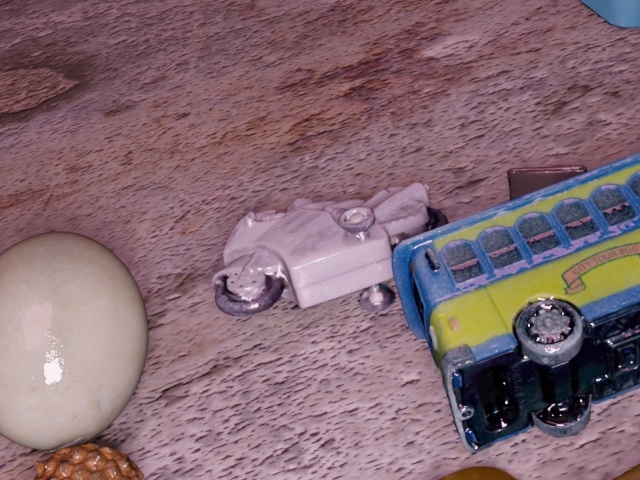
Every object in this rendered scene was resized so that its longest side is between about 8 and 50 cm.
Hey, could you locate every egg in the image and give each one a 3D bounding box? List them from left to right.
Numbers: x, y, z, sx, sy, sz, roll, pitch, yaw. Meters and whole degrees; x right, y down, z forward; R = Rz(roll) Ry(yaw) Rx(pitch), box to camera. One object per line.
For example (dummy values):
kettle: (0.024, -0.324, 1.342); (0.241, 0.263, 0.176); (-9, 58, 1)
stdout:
egg: (-0.269, 0.097, 1.157); (0.187, 0.186, 0.253); (-13, 49, 6)

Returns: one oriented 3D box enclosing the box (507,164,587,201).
box: (0.241, -0.038, 1.205); (0.085, 0.060, 0.063); (-1, 53, 16)

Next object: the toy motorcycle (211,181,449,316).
toy motorcycle: (0.000, 0.000, 1.223); (0.260, 0.110, 0.171); (-21, 33, -8)

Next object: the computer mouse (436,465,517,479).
computer mouse: (0.098, 0.267, 0.978); (0.199, 0.045, 0.102); (-29, 44, -10)

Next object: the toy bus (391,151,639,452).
toy bus: (0.243, 0.052, 1.055); (0.312, 0.152, 0.190); (-21, 46, -1)

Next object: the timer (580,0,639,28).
timer: (0.425, -0.398, 1.459); (0.250, 0.091, 0.232); (-26, 45, -11)

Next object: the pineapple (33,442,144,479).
pineapple: (-0.215, 0.313, 0.984); (0.119, 0.130, 0.277); (-21, 46, 16)

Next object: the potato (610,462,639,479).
potato: (0.288, 0.252, 0.864); (0.296, 0.141, 0.191); (-35, 45, -11)
